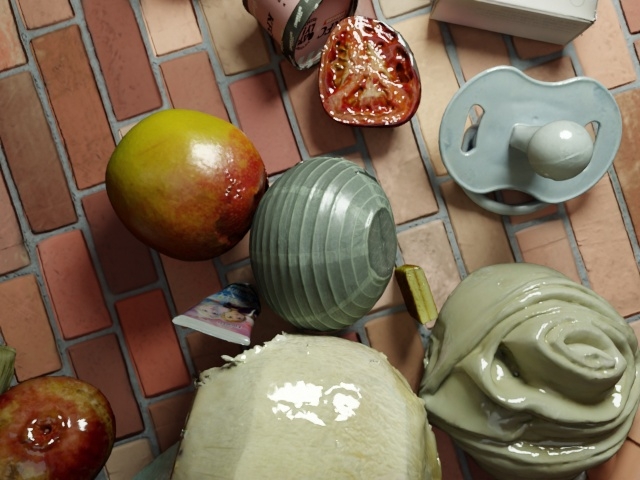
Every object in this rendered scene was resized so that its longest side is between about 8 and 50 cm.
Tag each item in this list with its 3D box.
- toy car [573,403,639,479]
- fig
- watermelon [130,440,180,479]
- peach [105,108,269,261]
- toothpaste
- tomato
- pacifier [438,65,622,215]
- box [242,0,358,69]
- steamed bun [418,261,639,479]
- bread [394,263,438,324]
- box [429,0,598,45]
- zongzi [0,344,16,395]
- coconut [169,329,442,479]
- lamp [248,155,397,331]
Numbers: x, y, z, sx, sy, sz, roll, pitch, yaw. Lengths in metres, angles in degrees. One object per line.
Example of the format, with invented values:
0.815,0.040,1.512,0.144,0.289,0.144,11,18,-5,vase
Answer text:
0.535,0.348,0.764,0.212,0.180,0.271,32,90,9,toy car
-0.424,0.312,0.752,0.205,0.205,0.206,0,90,0,fig
-0.207,0.509,0.710,0.228,0.258,0.388,-15,86,-3,watermelon
-0.196,-0.084,0.741,0.230,0.231,0.231,0,90,0,peach
-0.132,0.103,0.709,0.096,0.266,0.061,17,92,-1,toothpaste
0.081,-0.270,0.803,0.166,0.082,0.174,2,94,4,tomato
0.326,-0.137,0.739,0.286,0.226,0.239,12,108,1,pacifier
-0.037,-0.377,0.774,0.135,0.151,0.151,44,89,7,box
0.309,0.200,0.720,0.309,0.219,0.324,33,88,11,steamed bun
0.155,0.084,0.795,0.035,0.094,0.090,-20,90,-2,bread
0.326,-0.456,0.795,0.251,0.106,0.204,11,91,-1,box
-0.548,0.288,0.718,0.115,0.256,0.228,34,85,-32,zongzi
-0.016,0.294,0.666,0.359,0.346,0.347,14,90,-9,coconut
0.000,0.000,0.732,0.232,0.233,0.266,1,93,0,lamp
